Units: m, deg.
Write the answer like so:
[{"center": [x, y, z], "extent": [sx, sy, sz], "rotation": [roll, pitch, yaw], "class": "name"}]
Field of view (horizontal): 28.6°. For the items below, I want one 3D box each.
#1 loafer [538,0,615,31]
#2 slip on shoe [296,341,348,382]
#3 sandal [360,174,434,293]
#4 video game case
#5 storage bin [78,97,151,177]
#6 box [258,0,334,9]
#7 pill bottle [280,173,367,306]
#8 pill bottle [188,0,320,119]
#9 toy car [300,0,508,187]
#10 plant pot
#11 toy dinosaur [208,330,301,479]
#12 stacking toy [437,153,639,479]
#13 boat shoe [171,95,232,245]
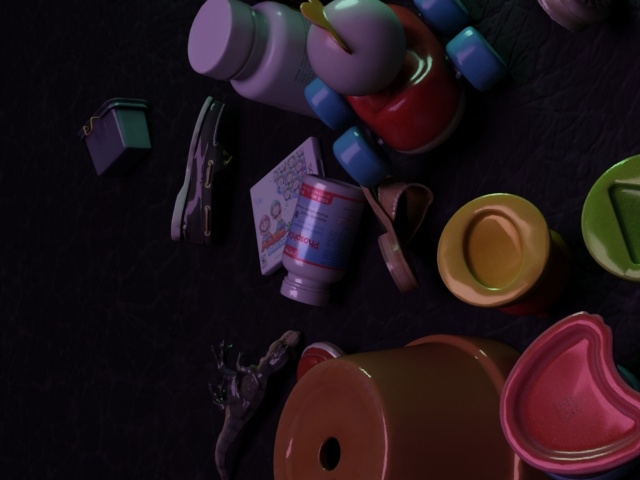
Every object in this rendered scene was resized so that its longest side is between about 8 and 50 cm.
[{"center": [0.238, -0.301, 1.387], "extent": [0.092, 0.101, 0.269], "rotation": [-56, 32, 30], "class": "loafer"}, {"center": [0.003, 0.282, 1.542], "extent": [0.123, 0.101, 0.332], "rotation": [-28, 58, 49], "class": "slip on shoe"}, {"center": [0.105, -0.032, 1.522], "extent": [0.079, 0.088, 0.240], "rotation": [-26, 37, 8], "class": "sandal"}, {"center": [-0.043, -0.047, 1.762], "extent": [0.157, 0.019, 0.143], "rotation": [-38, 52, 43], "class": "video game case"}, {"center": [-0.354, -0.173, 2.169], "extent": [0.135, 0.098, 0.091], "rotation": [-38, 62, 42], "class": "storage bin"}, {"center": [-0.065, -0.447, 1.644], "extent": [0.079, 0.322, 0.257], "rotation": [13, 91, 56], "class": "box"}, {"center": [0.000, 0.000, 1.632], "extent": [0.087, 0.087, 0.160], "rotation": [25, 101, 54], "class": "pill bottle"}, {"center": [-0.051, -0.241, 1.646], "extent": [0.131, 0.229, 0.131], "rotation": [-20, 65, 50], "class": "pill bottle"}, {"center": [0.050, -0.224, 1.449], "extent": [0.219, 0.238, 0.210], "rotation": [-39, 48, 16], "class": "toy car"}, {"center": [0.087, 0.234, 1.352], "extent": [0.290, 0.203, 0.291], "rotation": [-20, 64, 49], "class": "plant pot"}, {"center": [-0.116, 0.217, 1.759], "extent": [0.118, 0.064, 0.268], "rotation": [47, 122, 41], "class": "toy dinosaur"}, {"center": [0.290, 0.077, 1.243], "extent": [0.279, 0.130, 0.309], "rotation": [-25, 61, 18], "class": "stacking toy"}, {"center": [-0.170, -0.105, 1.915], "extent": [0.081, 0.068, 0.228], "rotation": [63, -141, -83], "class": "boat shoe"}]
